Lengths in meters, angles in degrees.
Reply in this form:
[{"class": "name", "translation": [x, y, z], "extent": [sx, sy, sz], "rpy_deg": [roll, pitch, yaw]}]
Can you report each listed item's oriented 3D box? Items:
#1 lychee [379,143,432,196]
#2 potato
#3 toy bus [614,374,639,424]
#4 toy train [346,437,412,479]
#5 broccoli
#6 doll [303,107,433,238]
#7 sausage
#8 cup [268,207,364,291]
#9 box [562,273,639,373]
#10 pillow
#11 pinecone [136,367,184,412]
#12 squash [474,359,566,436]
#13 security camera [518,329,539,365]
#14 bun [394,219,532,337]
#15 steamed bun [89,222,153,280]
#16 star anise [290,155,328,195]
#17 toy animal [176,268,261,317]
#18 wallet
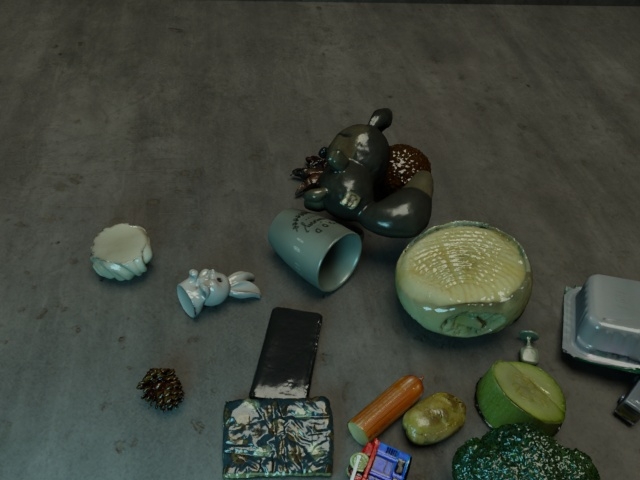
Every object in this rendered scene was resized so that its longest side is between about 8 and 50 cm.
[{"class": "lychee", "translation": [0.256, -0.231, 1.937], "extent": [0.239, 0.200, 0.200], "rpy_deg": [-7, 47, -16]}, {"class": "potato", "translation": [0.272, 0.421, 1.382], "extent": [0.171, 0.080, 0.107], "rpy_deg": [-18, 40, -20]}, {"class": "toy bus", "translation": [0.818, 0.382, 1.481], "extent": [0.191, 0.075, 0.064], "rpy_deg": [-34, 57, -31]}, {"class": "toy train", "translation": [0.108, 0.536, 1.249], "extent": [0.131, 0.082, 0.204], "rpy_deg": [21, 48, 11]}, {"class": "broccoli", "translation": [0.422, 0.511, 1.218], "extent": [0.298, 0.297, 0.297], "rpy_deg": [29, 10, 20]}, {"class": "doll", "translation": [0.163, -0.181, 1.750], "extent": [0.379, 0.252, 0.382], "rpy_deg": [32, 63, -2]}, {"class": "sausage", "translation": [0.170, 0.395, 1.401], "extent": [0.234, 0.071, 0.071], "rpy_deg": [-31, 56, -31]}, {"class": "cup", "translation": [0.000, 0.000, 1.700], "extent": [0.258, 0.186, 0.234], "rpy_deg": [-25, 44, -39]}, {"class": "box", "translation": [0.806, 0.204, 1.578], "extent": [0.264, 0.105, 0.336], "rpy_deg": [11, 36, 17]}, {"class": "pillow", "translation": [-0.097, 0.448, 1.336], "extent": [0.256, 0.034, 0.188], "rpy_deg": [-1, 52, -4]}, {"class": "pinecone", "translation": [-0.368, 0.347, 1.369], "extent": [0.109, 0.102, 0.102], "rpy_deg": [32, 50, 8]}, {"class": "squash", "translation": [0.499, 0.375, 1.425], "extent": [0.220, 0.133, 0.220], "rpy_deg": [6, 41, -5]}, {"class": "security camera", "translation": [0.557, 0.293, 1.565], "extent": [0.058, 0.058, 0.092], "rpy_deg": [14, 59, 7]}, {"class": "bun", "translation": [0.387, 0.124, 1.593], "extent": [0.365, 0.202, 0.364], "rpy_deg": [-6, 42, 6]}, {"class": "steamed bun", "translation": [-0.558, 0.039, 1.642], "extent": [0.183, 0.106, 0.182], "rpy_deg": [1, 48, -1]}, {"class": "star anise", "translation": [0.030, -0.224, 1.964], "extent": [0.272, 0.102, 0.271], "rpy_deg": [2, 49, -3]}, {"class": "toy animal", "translation": [-0.268, 0.119, 1.586], "extent": [0.221, 0.130, 0.104], "rpy_deg": [-20, 37, -27]}, {"class": "wallet", "translation": [-0.083, 0.292, 1.501], "extent": [0.146, 0.030, 0.285], "rpy_deg": [6, 47, 6]}]
